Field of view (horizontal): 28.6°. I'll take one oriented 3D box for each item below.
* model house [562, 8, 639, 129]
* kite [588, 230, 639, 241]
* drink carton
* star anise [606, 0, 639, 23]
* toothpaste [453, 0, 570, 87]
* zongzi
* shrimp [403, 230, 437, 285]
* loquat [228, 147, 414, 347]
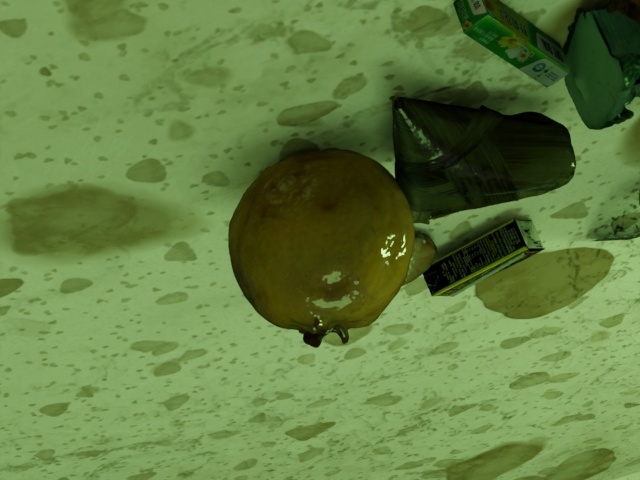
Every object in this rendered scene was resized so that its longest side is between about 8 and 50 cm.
[{"bbox_3d":[0.365,-0.206,1.412,0.148,0.119,0.148,-18,152,-10],"label":"model house"},{"bbox_3d":[0.580,-0.021,1.858,0.360,0.022,0.204,-7,177,-15],"label":"kite"},{"bbox_3d":[0.234,0.029,1.816,0.165,0.056,0.071,-30,162,28],"label":"drink carton"},{"bbox_3d":[0.391,-0.282,1.261,0.190,0.126,0.220,7,169,-34],"label":"star anise"},{"bbox_3d":[0.211,-0.222,1.376,0.037,0.043,0.178,-34,146,28],"label":"toothpaste"},{"bbox_3d":[0.191,-0.125,1.471,0.221,0.112,0.242,-12,151,1],"label":"zongzi"},{"bbox_3d":[0.053,0.047,1.784,0.236,0.053,0.133,-21,156,3],"label":"shrimp"},{"bbox_3d":[0.000,0.000,1.493,0.238,0.238,0.193,-12,159,-4],"label":"loquat"}]
